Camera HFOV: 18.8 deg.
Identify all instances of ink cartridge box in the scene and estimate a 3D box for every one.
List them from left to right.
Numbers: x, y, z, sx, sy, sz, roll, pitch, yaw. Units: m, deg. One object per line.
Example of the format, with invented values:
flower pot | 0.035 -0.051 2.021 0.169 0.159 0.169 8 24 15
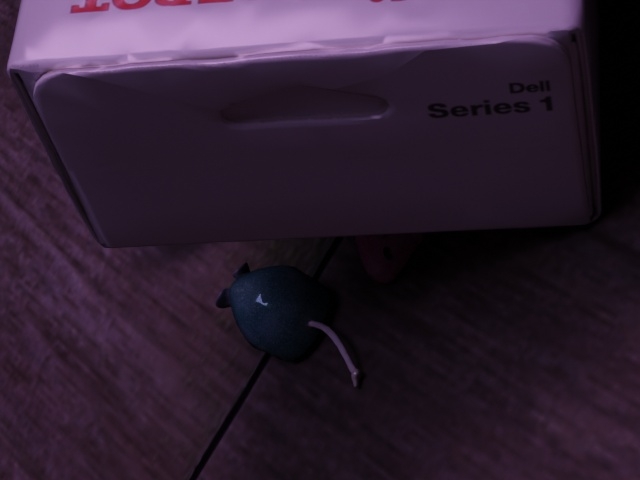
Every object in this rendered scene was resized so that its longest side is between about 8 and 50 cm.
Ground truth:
ink cartridge box | 0.007 -0.140 0.768 0.201 0.117 0.278 -3 54 11

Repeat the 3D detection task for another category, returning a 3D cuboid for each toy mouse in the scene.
toy mouse | 0.000 0.000 0.815 0.161 0.031 0.143 -34 40 31
